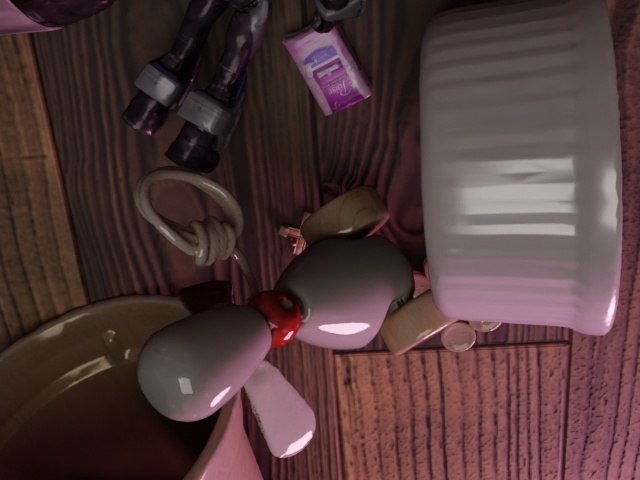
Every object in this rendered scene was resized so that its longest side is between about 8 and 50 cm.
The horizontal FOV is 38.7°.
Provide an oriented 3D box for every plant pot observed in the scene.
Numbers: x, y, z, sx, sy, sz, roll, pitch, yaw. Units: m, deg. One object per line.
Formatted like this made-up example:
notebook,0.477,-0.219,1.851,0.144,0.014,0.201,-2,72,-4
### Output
plant pot,-0.177,0.276,0.905,0.334,0.334,0.305,-17,126,10

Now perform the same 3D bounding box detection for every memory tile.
memory tile,0.159,0.040,0.922,0.148,0.012,0.113,-38,110,19

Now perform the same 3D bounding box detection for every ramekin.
ramekin,0.155,-0.061,0.732,0.135,0.277,0.277,-3,117,11

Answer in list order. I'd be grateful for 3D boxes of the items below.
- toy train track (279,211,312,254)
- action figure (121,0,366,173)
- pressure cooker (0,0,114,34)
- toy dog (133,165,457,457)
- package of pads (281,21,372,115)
toy train track,0.000,0.000,0.905,0.083,0.014,0.048,13,117,-6
action figure,-0.068,-0.202,0.747,0.185,0.099,0.285,37,114,10
pressure cooker,-0.353,-0.295,0.577,0.420,0.375,0.370,-4,97,4
toy dog,-0.033,0.070,0.793,0.334,0.220,0.161,2,146,-37
package of pads,0.007,-0.157,0.815,0.050,0.032,0.083,-24,114,17
